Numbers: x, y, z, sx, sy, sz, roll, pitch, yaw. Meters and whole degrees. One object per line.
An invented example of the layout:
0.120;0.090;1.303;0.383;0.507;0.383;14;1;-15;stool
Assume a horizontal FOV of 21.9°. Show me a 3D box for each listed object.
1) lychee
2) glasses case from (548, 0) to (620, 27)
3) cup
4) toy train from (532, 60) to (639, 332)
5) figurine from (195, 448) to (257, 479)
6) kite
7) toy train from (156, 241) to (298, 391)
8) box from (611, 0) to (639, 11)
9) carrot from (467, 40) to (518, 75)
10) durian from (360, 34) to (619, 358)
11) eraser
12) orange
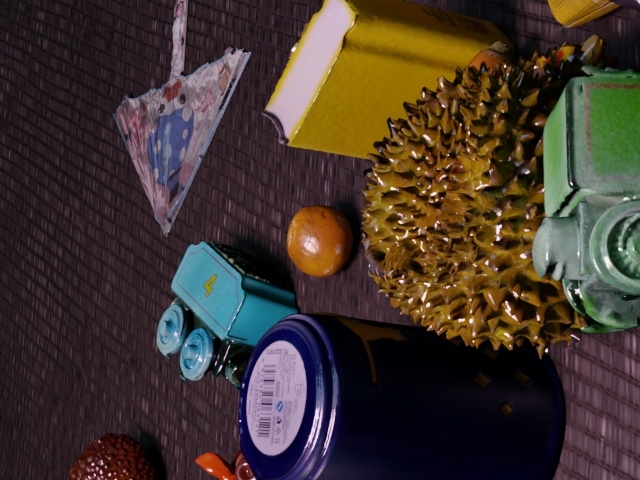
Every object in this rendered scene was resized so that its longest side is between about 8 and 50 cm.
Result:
-0.266;0.311;2.120;0.123;0.123;0.129;-49;47;39;lychee
0.288;-0.264;1.460;0.234;0.064;0.079;-27;61;49;glasses case
0.046;0.159;1.540;0.255;0.256;0.178;1;82;59;cup
0.281;-0.029;1.253;0.132;0.243;0.188;101;171;-76;toy train
-0.011;0.244;1.634;0.160;0.226;0.183;-49;43;41;figurine
-0.204;-0.184;2.269;0.406;0.014;0.368;-15;69;56;kite
-0.112;0.092;1.959;0.198;0.107;0.154;38;106;56;toy train
0.261;-0.390;1.385;0.359;0.091;0.350;36;100;34;box
0.145;-0.069;1.640;0.062;0.066;0.271;-82;5;-66;carrot
0.166;-0.041;1.444;0.258;0.258;0.293;-30;41;51;durian
0.071;-0.158;1.631;0.069;0.226;0.158;52;124;41;eraser
0.000;0.000;1.836;0.083;0.070;0.083;-168;90;-74;orange
